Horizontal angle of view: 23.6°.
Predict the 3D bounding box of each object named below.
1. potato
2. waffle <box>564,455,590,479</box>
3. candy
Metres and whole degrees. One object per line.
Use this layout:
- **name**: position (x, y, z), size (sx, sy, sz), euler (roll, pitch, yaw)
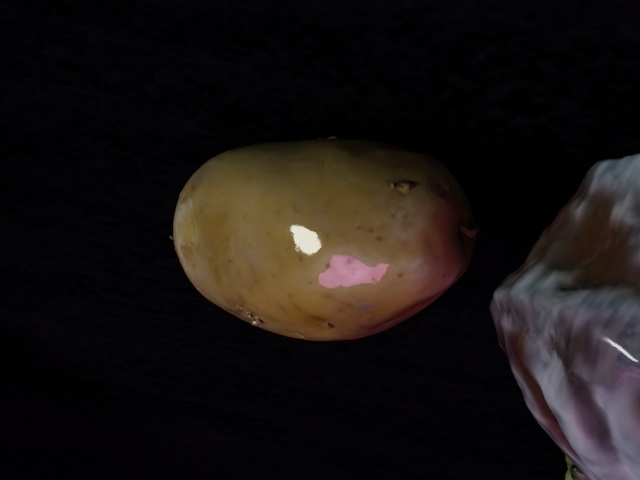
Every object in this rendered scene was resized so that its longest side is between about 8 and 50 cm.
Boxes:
- **potato**: position (0.000, 0.000, 0.844), size (0.178, 0.109, 0.118), euler (0, 168, 31)
- **waffle**: position (0.274, 0.178, 1.062), size (0.204, 0.054, 0.223), euler (-3, 142, 26)
- **candy**: position (0.217, 0.087, 0.812), size (0.289, 0.157, 0.214), euler (44, 171, -22)
